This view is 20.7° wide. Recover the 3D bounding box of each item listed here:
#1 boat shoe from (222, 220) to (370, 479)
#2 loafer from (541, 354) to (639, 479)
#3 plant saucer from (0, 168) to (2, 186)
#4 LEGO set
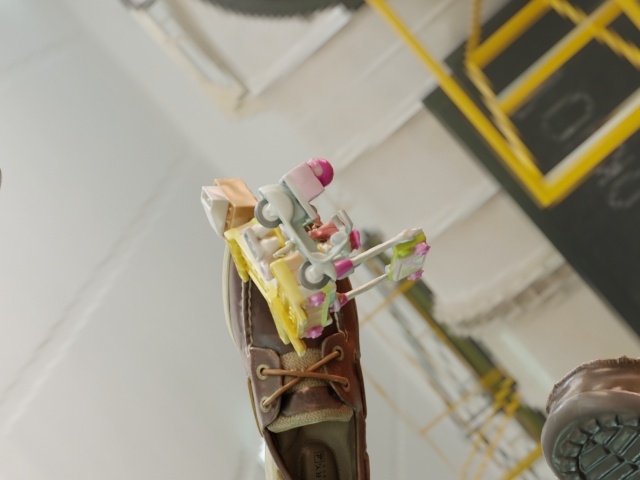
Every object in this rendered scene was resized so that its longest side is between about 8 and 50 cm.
[{"bbox_3d":[-0.009,0.133,1.591,0.123,0.123,0.342,-130,32,-68],"label":"boat shoe"},{"bbox_3d":[0.312,0.136,1.365,0.366,0.134,0.130,10,-134,-32],"label":"loafer"},{"bbox_3d":[-0.260,-0.003,1.003,0.029,0.168,0.168,68,-165,16],"label":"plant saucer"},{"bbox_3d":[0.000,0.000,1.266,0.132,0.107,0.287,65,171,-7],"label":"LEGO set"}]
